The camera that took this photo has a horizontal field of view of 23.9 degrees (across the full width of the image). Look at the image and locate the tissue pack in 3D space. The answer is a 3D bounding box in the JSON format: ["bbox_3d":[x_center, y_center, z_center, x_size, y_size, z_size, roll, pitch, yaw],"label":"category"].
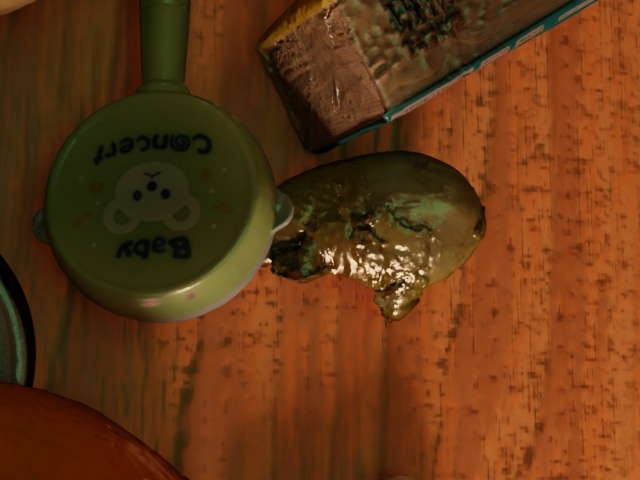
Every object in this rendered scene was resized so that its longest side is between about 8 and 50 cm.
[{"bbox_3d":[0.061,-0.125,0.811,0.169,0.120,0.082,-32,95,-19],"label":"tissue pack"}]

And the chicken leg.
[{"bbox_3d":[0.000,0.000,0.808,0.178,0.070,0.093,-3,92,-14],"label":"chicken leg"}]

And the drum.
[{"bbox_3d":[-0.099,-0.078,0.779,0.130,0.049,0.253,-18,71,3],"label":"drum"}]

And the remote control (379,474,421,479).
[{"bbox_3d":[0.014,0.176,0.808,0.122,0.032,0.074,-20,92,-21],"label":"remote control"}]

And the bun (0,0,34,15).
[{"bbox_3d":[-0.206,-0.221,0.702,0.259,0.160,0.259,5,82,-37],"label":"bun"}]

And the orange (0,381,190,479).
[{"bbox_3d":[-0.189,0.214,0.664,0.310,0.274,0.274,-13,89,4],"label":"orange"}]

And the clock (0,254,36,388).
[{"bbox_3d":[-0.215,0.057,0.717,0.229,0.063,0.155,47,70,-9],"label":"clock"}]
